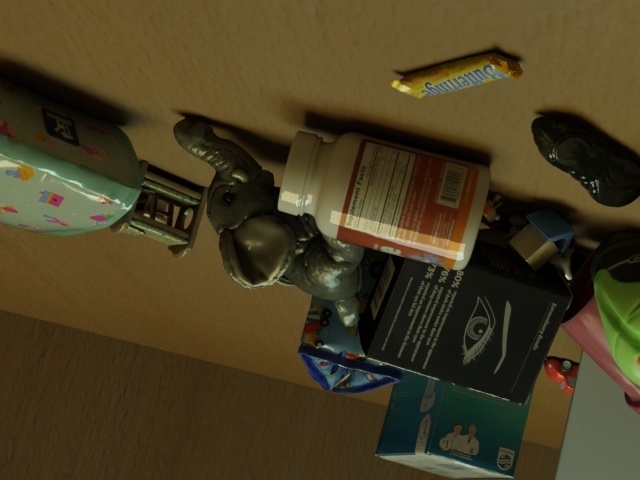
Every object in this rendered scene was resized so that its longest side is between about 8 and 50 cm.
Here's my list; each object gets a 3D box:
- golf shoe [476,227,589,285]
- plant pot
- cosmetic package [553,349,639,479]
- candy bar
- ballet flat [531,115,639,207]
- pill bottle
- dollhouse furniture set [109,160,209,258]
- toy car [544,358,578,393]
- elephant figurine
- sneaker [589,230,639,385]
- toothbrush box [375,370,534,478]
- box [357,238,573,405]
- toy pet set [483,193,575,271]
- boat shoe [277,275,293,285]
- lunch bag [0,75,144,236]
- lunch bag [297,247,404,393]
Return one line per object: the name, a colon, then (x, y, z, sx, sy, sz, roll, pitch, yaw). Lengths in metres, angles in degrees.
golf shoe: (0.262, 0.020, 1.819, 0.198, 0.077, 0.094, 13, 158, -22)
plant pot: (0.387, 0.094, 1.735, 0.180, 0.201, 0.201, 33, 165, -6)
cosmetic package: (0.548, 0.335, 2.226, 0.329, 0.327, 0.394, 11, 167, 18)
candy bar: (0.124, -0.150, 1.352, 0.040, 0.018, 0.161, 22, 166, -29)
ballet flat: (0.269, -0.079, 1.453, 0.173, 0.057, 0.049, 30, -159, -45)
pill bottle: (0.068, -0.050, 1.609, 0.216, 0.121, 0.121, 15, 167, 3)
dollhouse furniture set: (-0.280, -0.050, 2.045, 0.182, 0.101, 0.161, 23, 165, -32)
toy car: (0.529, 0.264, 2.552, 0.239, 0.053, 0.225, 24, 164, -35)
elephant figurine: (-0.062, -0.022, 1.756, 0.239, 0.186, 0.169, 6, 159, 2)
sneaker: (0.495, 0.061, 1.559, 0.483, 0.185, 0.202, 10, -145, -28)
toothbrush box: (0.193, 0.158, 1.954, 0.126, 0.295, 0.216, 17, 166, -13)
box: (0.168, 0.082, 1.735, 0.207, 0.153, 0.108, 18, -162, -10)
toy pet set: (0.231, -0.028, 1.704, 0.114, 0.065, 0.122, 48, -177, 32)
boat shoe: (-0.021, 0.054, 2.316, 0.125, 0.046, 0.038, 18, 167, -25)
lunch bag: (-0.361, -0.100, 1.812, 0.223, 0.160, 0.262, 24, 170, -30)
lunch bag: (0.062, 0.085, 1.959, 0.138, 0.221, 0.293, 15, 167, 3)
